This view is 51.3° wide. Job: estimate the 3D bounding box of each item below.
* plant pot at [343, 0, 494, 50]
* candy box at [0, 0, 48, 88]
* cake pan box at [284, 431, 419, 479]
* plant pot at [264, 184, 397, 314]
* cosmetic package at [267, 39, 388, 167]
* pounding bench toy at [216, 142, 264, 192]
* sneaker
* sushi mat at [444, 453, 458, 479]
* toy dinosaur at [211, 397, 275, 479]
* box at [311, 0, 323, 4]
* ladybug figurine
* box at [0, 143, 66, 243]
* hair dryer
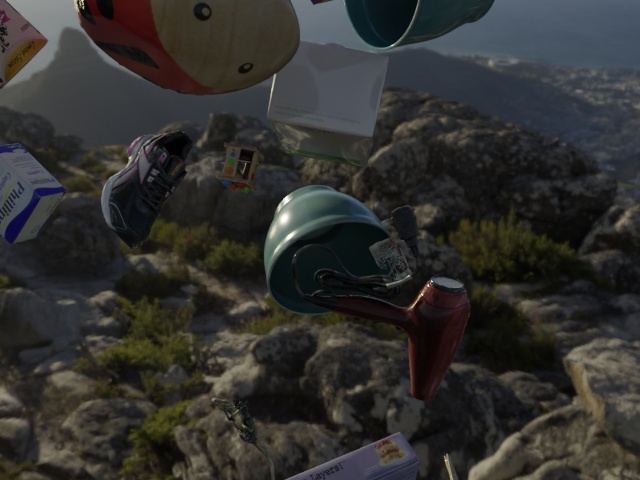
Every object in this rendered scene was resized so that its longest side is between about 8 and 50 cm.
[{"bbox_3d":[0.225,-0.551,1.406,0.255,0.271,0.272,-14,29,-29],"label":"plant pot"},{"bbox_3d":[-0.545,-0.333,0.984,0.071,0.233,0.159,-29,31,28],"label":"candy box"},{"bbox_3d":[0.023,0.448,1.070,0.267,0.245,0.070,-18,40,-19],"label":"cake pan box"},{"bbox_3d":[0.000,0.000,1.497,0.293,0.293,0.196,-7,46,-18],"label":"plant pot"},{"bbox_3d":[0.018,-0.258,1.316,0.197,0.155,0.365,11,-1,4],"label":"cosmetic package"},{"bbox_3d":[-0.122,-0.107,1.048,0.052,0.065,0.083,10,-8,11],"label":"pounding bench toy"},{"bbox_3d":[-0.201,-0.074,0.799,0.077,0.072,0.178,-17,48,25],"label":"sneaker"},{"bbox_3d":[0.301,0.574,1.345,0.019,0.151,0.316,-25,9,8],"label":"sushi mat"},{"bbox_3d":[-0.180,0.467,1.643,0.064,0.118,0.268,-30,59,-22],"label":"toy dinosaur"},{"bbox_3d":[0.088,-0.460,1.054,0.201,0.057,0.293,-29,12,24],"label":"box"},{"bbox_3d":[-0.220,-0.326,0.961,0.449,0.305,0.162,24,74,47],"label":"ladybug figurine"},{"bbox_3d":[-0.570,-0.088,1.243,0.137,0.126,0.072,43,22,6],"label":"box"},{"bbox_3d":[0.110,0.104,0.992,0.224,0.293,0.080,-27,3,29],"label":"hair dryer"}]
